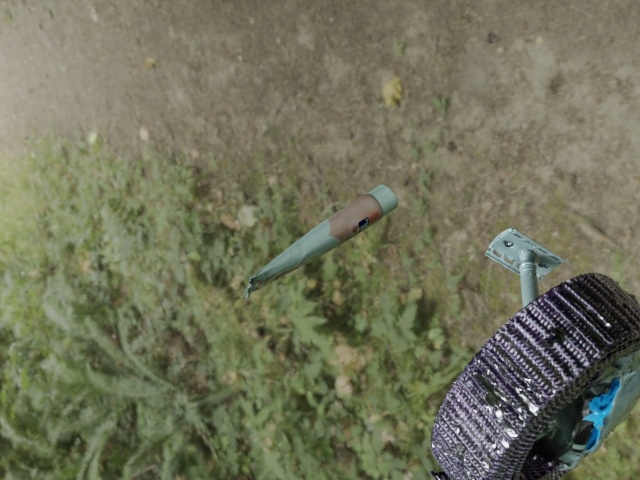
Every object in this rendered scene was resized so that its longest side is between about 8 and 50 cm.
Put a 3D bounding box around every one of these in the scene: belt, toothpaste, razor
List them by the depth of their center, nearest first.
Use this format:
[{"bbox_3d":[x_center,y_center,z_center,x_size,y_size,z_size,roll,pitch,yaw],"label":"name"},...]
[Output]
[{"bbox_3d":[0.249,0.173,0.890,0.122,0.260,0.325,50,148,35],"label":"belt"},{"bbox_3d":[0.000,0.000,0.914,0.036,0.205,0.056,51,158,14],"label":"toothpaste"},{"bbox_3d":[0.292,0.094,1.131,0.068,0.106,0.232,-46,22,39],"label":"razor"}]
